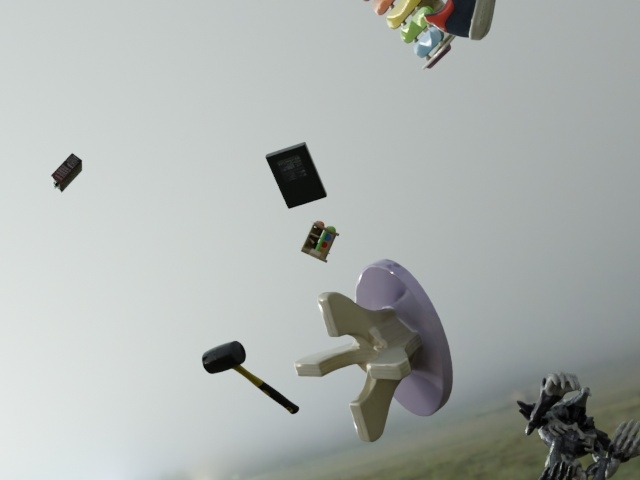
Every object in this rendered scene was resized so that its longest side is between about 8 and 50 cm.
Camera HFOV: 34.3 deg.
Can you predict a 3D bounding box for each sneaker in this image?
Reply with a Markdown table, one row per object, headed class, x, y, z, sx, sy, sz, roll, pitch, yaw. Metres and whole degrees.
| class | x | y | z | sx | sy | sz | roll | pitch | yaw |
| --- | --- | --- | --- | --- | --- | --- | --- | --- | --- |
| sneaker | 0.281 | -0.566 | 1.981 | 0.148 | 0.350 | 0.131 | 13 | 5 | 10 |

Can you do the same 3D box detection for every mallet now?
| class | x | y | z | sx | sy | sz | roll | pitch | yaw |
| --- | --- | --- | --- | --- | --- | --- | --- | --- | --- |
| mallet | -0.089 | 0.207 | 1.549 | 0.062 | 0.039 | 0.190 | -30 | -52 | 35 |

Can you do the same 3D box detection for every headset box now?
| class | x | y | z | sx | sy | sz | roll | pitch | yaw |
| --- | --- | --- | --- | --- | --- | --- | --- | --- | --- |
| headset box | -0.582 | -0.151 | 2.371 | 0.083 | 0.032 | 0.062 | -54 | -2 | -24 |

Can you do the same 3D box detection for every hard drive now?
| class | x | y | z | sx | sy | sz | roll | pitch | yaw |
| --- | --- | --- | --- | --- | --- | --- | --- | --- | --- |
| hard drive | -0.052 | -0.141 | 2.270 | 0.094 | 0.135 | 0.022 | -17 | 26 | 13 |

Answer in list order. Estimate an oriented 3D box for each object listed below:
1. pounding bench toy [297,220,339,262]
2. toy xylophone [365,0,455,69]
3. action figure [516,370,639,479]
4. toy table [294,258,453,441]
| class | x | y | z | sx | sy | sz | roll | pitch | yaw |
| --- | --- | --- | --- | --- | --- | --- | --- | --- | --- |
| pounding bench toy | 0.000 | 0.000 | 1.845 | 0.052 | 0.065 | 0.083 | 25 | 0 | -7 |
| toy xylophone | 0.222 | -0.581 | 2.461 | 0.081 | 0.322 | 0.236 | -33 | -12 | -30 |
| action figure | 0.354 | 0.266 | 1.405 | 0.141 | 0.164 | 0.275 | -61 | 1 | 26 |
| toy table | 0.094 | 0.185 | 1.692 | 0.161 | 0.274 | 0.252 | -25 | 1 | -39 |
